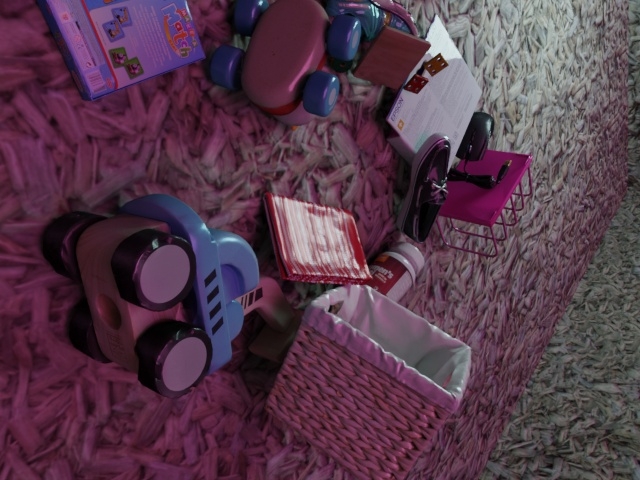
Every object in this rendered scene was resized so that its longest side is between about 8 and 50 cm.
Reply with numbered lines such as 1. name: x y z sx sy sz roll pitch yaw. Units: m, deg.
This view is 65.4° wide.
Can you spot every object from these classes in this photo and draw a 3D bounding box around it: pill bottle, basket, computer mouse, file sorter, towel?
1. pill bottle: 0.174 0.107 1.318 0.221 0.121 0.121 -44 130 -30
2. basket: 0.104 0.286 1.059 0.266 0.332 0.328 -61 165 14
3. computer mouse: 0.487 -0.279 1.489 0.261 0.184 0.060 -62 157 -14
4. file sorter: 0.513 -0.118 1.560 0.290 0.202 0.182 -52 136 -23
5. towel: 0.000 0.000 1.092 0.275 0.031 0.198 8 59 -47

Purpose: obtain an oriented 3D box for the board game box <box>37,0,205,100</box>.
1. board game box: -0.291 -0.325 0.754 0.212 0.039 0.160 -37 126 -34

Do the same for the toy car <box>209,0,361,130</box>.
1. toy car: -0.047 -0.308 0.945 0.238 0.220 0.210 50 60 -75

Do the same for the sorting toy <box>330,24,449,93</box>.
1. sorting toy: 0.162 -0.416 1.123 0.275 0.132 0.046 5 55 -32

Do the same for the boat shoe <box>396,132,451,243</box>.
1. boat shoe: 0.291 -0.131 1.324 0.108 0.102 0.301 -1 122 -31

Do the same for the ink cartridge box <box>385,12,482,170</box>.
1. ink cartridge box: 0.299 -0.369 1.353 0.330 0.072 0.323 35 76 -43

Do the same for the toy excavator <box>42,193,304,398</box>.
1. toy excavator: -0.182 0.104 0.893 0.445 0.223 0.432 -30 124 -48

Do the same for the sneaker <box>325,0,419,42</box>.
1. sneaker: 0.115 -0.496 1.118 0.276 0.107 0.109 13 111 -43
